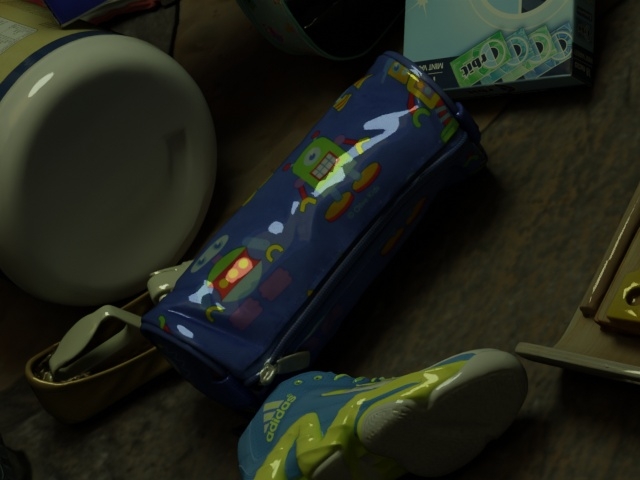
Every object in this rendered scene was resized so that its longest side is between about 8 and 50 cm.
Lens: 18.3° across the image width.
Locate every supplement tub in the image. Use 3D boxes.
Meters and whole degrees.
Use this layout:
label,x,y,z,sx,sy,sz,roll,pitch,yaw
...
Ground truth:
label,x,y,z,sx,sy,sz,roll,pitch,yaw
supplement tub,-0.263,-0.090,1.701,0.316,0.228,0.228,23,71,46

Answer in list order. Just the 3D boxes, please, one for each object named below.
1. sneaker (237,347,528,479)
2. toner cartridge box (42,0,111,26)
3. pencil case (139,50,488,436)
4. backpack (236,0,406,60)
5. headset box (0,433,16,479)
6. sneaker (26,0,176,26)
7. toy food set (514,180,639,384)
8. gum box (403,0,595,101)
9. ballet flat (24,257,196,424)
label,x,y,z,sx,sy,sz,roll,pitch,yaw
sneaker,0.029,0.120,1.405,0.240,0.091,0.126,-31,42,12
toner cartridge box,-0.084,-0.315,1.614,0.348,0.075,0.165,-27,31,8
pencil case,0.000,0.000,1.506,0.306,0.119,0.133,-49,40,-9
backpack,0.006,-0.248,1.679,0.144,0.166,0.188,10,58,44
headset box,-0.394,0.209,1.517,0.246,0.283,0.131,-32,58,12
sneaker,-0.221,-0.278,1.899,0.314,0.136,0.116,-31,43,11
toy food set,0.282,-0.028,1.338,0.219,0.092,0.306,10,61,41
gum box,0.142,-0.208,1.583,0.157,0.041,0.184,-3,79,34
ballet flat,-0.135,0.068,1.585,0.232,0.073,0.080,-35,42,7
